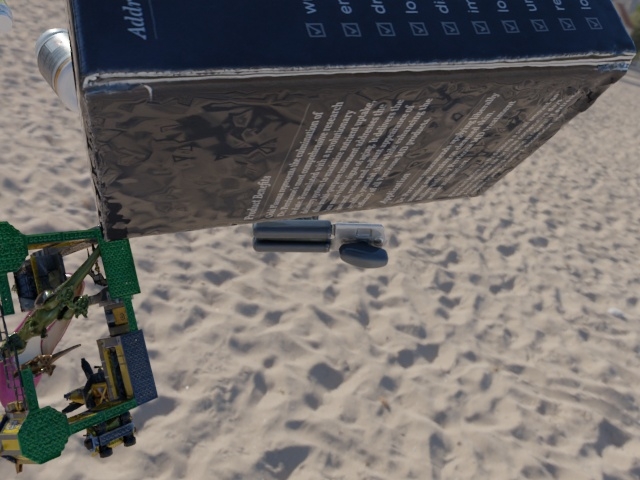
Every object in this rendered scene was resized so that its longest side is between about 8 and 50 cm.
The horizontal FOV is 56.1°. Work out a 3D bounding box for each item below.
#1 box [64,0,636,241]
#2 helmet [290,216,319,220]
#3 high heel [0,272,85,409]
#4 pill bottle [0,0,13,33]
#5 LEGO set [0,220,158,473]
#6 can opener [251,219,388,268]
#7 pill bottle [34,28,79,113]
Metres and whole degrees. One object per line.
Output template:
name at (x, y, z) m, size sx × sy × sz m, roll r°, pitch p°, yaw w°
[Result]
box at (-0.027, -0.291, 0.647) m, size 0.471 × 0.297 × 0.480 m, roll -7°, pitch 70°, yaw -21°
helmet at (-0.099, -0.077, 1.488) m, size 0.161 × 0.169 × 0.169 m, roll 38°, pitch 8°, yaw -35°
high heel at (-0.470, 0.172, 1.021) m, size 0.117 × 0.244 × 0.082 m, roll -1°, pitch -25°, yaw 39°
pill bottle at (-0.761, -0.535, 1.407) m, size 0.065 × 0.065 × 0.116 m, roll -7°, pitch 47°, yaw -41°
LEGO set at (-0.367, 0.125, 0.785) m, size 0.192 × 0.331 × 0.255 m, roll -15°, pitch 6°, yaw 35°
can opener at (0.000, 0.000, 1.216) m, size 0.280 × 0.074 × 0.093 m, roll 4°, pitch 37°, yaw -1°
pill bottle at (-0.656, -0.458, 1.603) m, size 0.162 × 0.162 × 0.278 m, roll -6°, pitch 37°, yaw -40°
